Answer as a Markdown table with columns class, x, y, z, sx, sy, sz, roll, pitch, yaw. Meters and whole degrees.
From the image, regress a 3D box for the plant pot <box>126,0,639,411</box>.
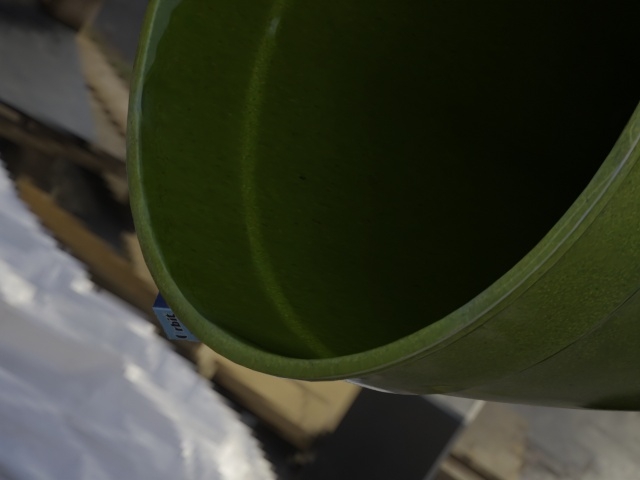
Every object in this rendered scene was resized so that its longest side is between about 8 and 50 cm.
| class | x | y | z | sx | sy | sz | roll | pitch | yaw |
| --- | --- | --- | --- | --- | --- | --- | --- | --- | --- |
| plant pot | 0.152 | -0.060 | 1.020 | 0.353 | 0.366 | 0.366 | 24 | 18 | -40 |

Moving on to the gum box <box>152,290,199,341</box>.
| class | x | y | z | sx | sy | sz | roll | pitch | yaw |
| --- | --- | --- | --- | --- | --- | --- | --- | --- | --- |
| gum box | 0.000 | 0.000 | 1.324 | 0.184 | 0.157 | 0.041 | 4 | -36 | 21 |
